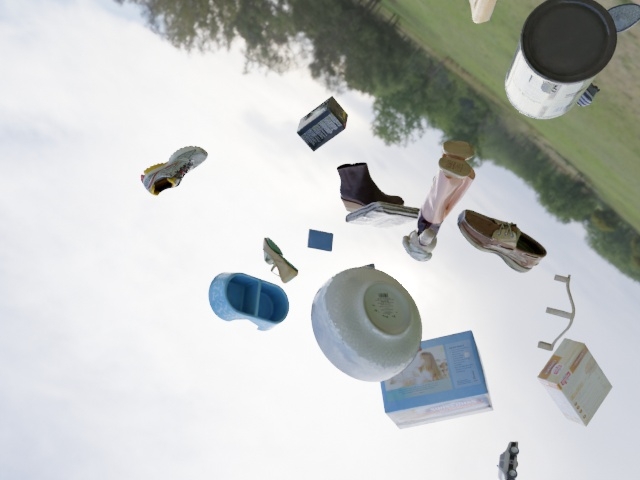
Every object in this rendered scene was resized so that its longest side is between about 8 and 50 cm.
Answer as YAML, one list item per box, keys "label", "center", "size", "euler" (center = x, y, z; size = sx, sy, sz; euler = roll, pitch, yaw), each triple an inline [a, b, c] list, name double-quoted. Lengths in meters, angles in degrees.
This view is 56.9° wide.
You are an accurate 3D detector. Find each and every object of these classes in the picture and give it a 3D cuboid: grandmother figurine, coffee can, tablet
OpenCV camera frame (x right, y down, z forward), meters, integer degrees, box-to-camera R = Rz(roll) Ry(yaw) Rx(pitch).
- label: "grandmother figurine"
  center: [0.278, -0.067, 1.435]
  size: [0.104, 0.342, 0.208]
  euler: [25, -129, 11]
- label: "coffee can"
  center: [0.565, -0.429, 1.424]
  size: [0.201, 0.201, 0.275]
  euler: [44, -177, 11]
- label: "tablet"
  center: [0.000, 0.000, 1.612]
  size: [0.083, 0.054, 0.006]
  euler: [11, 171, -33]

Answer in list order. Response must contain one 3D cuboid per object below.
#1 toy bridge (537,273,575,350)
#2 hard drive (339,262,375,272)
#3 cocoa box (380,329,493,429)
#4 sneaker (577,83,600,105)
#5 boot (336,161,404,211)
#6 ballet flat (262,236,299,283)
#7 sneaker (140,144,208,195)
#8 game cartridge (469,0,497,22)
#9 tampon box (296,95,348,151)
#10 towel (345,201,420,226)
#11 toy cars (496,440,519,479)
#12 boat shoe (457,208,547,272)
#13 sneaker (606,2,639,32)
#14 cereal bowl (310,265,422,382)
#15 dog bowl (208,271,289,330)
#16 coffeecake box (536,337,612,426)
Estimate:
- label: "toy bridge"
  center: [0.570, 0.172, 1.404]
  size: [0.063, 0.188, 0.026]
  euler: [15, -176, 32]
- label: "hard drive"
  center: [0.142, 0.143, 2.168]
  size: [0.135, 0.094, 0.022]
  euler: [-14, -165, -17]
- label: "cocoa box"
  center: [0.390, 0.481, 2.029]
  size: [0.228, 0.347, 0.231]
  euler: [56, -158, -55]
- label: "sneaker"
  center: [0.897, -0.585, 2.105]
  size: [0.224, 0.098, 0.083]
  euler: [48, 156, -6]
- label: "boot"
  center: [0.191, -0.201, 2.259]
  size: [0.090, 0.248, 0.207]
  euler: [-76, -21, -50]
- label: "ballet flat"
  center: [-0.153, 0.065, 1.983]
  size: [0.080, 0.073, 0.232]
  euler: [39, -176, -40]
- label: "sneaker"
  center: [-0.446, -0.212, 1.844]
  size: [0.093, 0.225, 0.088]
  euler: [57, 179, 35]
- label: "game cartridge"
  center: [0.396, -0.738, 1.468]
  size: [0.323, 0.052, 0.285]
  euler: [10, -110, -81]
- label: "tampon box"
  center: [0.009, -0.429, 2.175]
  size: [0.101, 0.161, 0.120]
  euler: [45, -149, -24]
- label: "towel"
  center: [0.226, -0.085, 2.155]
  size: [0.187, 0.049, 0.282]
  euler: [9, 170, -20]
- label: "toy cars"
  center: [0.648, 0.913, 2.096]
  size: [0.087, 0.394, 0.176]
  euler: [4, 170, 19]
- label: "boat shoe"
  center: [0.593, -0.016, 1.912]
  size: [0.324, 0.120, 0.123]
  euler: [28, -128, -17]
- label: "sneaker"
  center: [0.946, -0.697, 1.923]
  size: [0.163, 0.226, 0.086]
  euler: [-22, -89, -45]
- label: "cereal bowl"
  center: [0.151, 0.217, 1.655]
  size: [0.338, 0.141, 0.339]
  euler: [14, -123, -22]
- label: "dog bowl"
  center: [-0.224, 0.196, 1.942]
  size: [0.297, 0.074, 0.166]
  euler: [24, -120, -38]
- label: "coffeecake box"
  center: [0.682, 0.379, 1.582]
  size: [0.185, 0.142, 0.068]
  euler: [51, 161, -22]
